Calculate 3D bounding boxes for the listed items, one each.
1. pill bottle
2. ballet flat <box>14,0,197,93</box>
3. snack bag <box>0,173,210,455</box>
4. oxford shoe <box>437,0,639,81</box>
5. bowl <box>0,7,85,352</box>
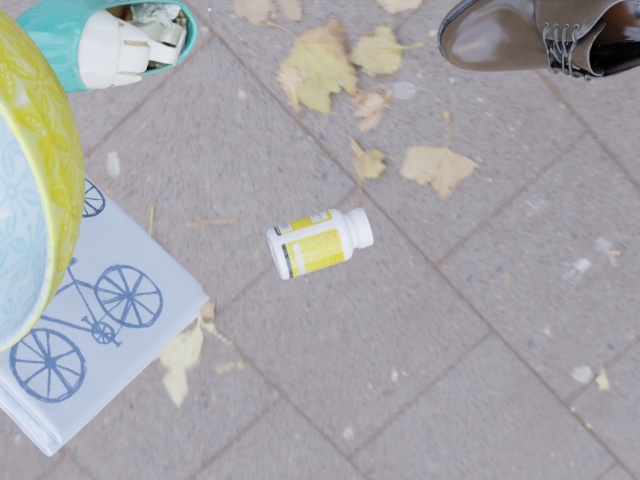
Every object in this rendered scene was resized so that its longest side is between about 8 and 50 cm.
[{"bbox_3d":[0.000,0.000,1.368,0.116,0.065,0.065,-17,102,-6],"label":"pill bottle"},{"bbox_3d":[-0.168,-0.166,0.960,0.087,0.247,0.083,13,111,14],"label":"ballet flat"},{"bbox_3d":[-0.323,0.030,1.304,0.342,0.323,0.037,45,128,-2],"label":"snack bag"},{"bbox_3d":[0.191,-0.166,0.906,0.227,0.096,0.082,-7,125,29],"label":"oxford shoe"},{"bbox_3d":[-0.266,-0.075,0.771,0.289,0.156,0.289,12,127,16],"label":"bowl"}]
